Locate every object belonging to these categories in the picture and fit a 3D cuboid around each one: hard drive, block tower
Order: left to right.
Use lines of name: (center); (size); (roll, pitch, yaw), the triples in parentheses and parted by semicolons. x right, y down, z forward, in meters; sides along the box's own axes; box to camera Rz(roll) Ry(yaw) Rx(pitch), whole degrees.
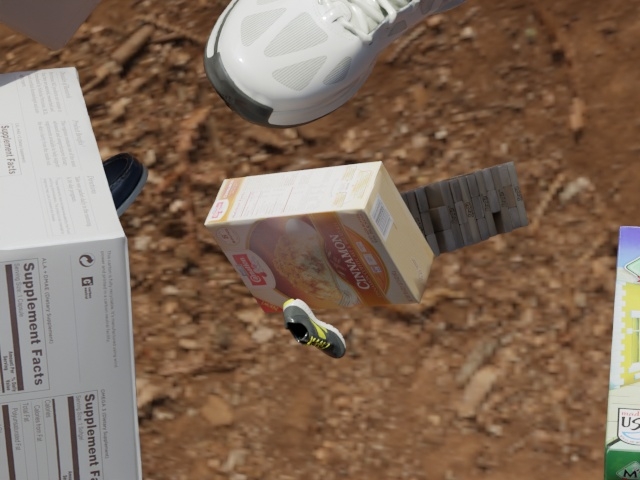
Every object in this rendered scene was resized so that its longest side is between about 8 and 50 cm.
hard drive: (-0.348, -0.358, 1.933); (0.040, 0.307, 0.203); (42, 96, 18)
block tower: (0.121, -0.020, 1.952); (0.335, 0.091, 0.097); (-15, 91, -44)

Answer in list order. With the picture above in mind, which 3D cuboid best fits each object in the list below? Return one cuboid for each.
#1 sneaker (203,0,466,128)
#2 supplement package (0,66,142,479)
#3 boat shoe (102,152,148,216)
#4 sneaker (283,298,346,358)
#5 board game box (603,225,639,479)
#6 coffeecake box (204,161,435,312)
sneaker: (0.076, -0.300, 1.610); (0.169, 0.257, 0.447); (50, 56, 2)
supplement package: (-0.211, 0.031, 1.033); (0.145, 0.262, 0.204); (-6, 120, -12)
boat shoe: (-0.318, -0.030, 1.781); (0.255, 0.095, 0.079); (-33, 118, -1)
sneaker: (-0.009, 0.096, 1.563); (0.083, 0.031, 0.035); (40, 35, -18)
board game box: (0.335, 0.076, 0.931); (0.213, 0.317, 0.046); (-74, 162, -50)
coffeecake box: (0.000, 0.000, 1.570); (0.142, 0.186, 0.068); (58, 40, -38)
